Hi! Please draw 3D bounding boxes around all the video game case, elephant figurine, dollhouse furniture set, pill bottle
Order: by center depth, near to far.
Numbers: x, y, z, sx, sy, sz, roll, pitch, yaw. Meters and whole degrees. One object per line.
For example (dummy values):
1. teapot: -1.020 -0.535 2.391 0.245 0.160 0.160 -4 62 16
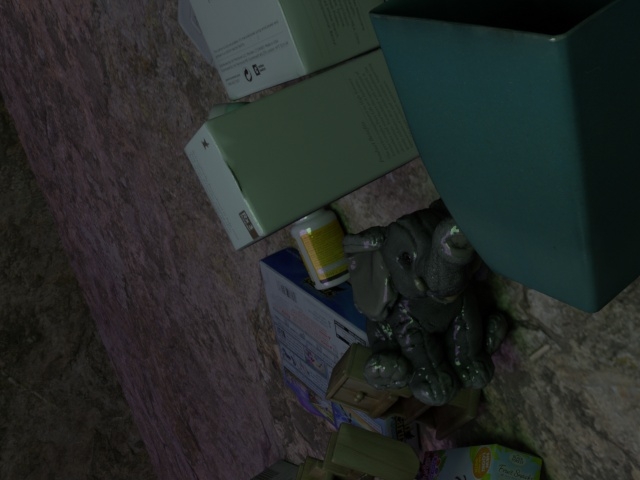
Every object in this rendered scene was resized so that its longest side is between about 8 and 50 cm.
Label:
1. elephant figurine: 0.106 0.029 0.804 0.186 0.169 0.239 11 130 31
2. dollhouse furniture set: 0.071 0.266 0.928 0.161 0.242 0.212 20 149 -5
3. pill bottle: 0.000 0.000 1.053 0.065 0.065 0.116 -9 107 62
4. video game case: 0.026 0.167 1.166 0.269 0.061 0.244 31 139 46

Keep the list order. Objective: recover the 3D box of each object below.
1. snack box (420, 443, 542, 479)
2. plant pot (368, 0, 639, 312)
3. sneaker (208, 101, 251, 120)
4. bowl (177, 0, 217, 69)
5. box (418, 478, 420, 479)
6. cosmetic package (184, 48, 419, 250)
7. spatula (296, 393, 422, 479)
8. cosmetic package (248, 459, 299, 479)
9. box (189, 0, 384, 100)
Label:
1. snack box: 0.169 0.349 0.939 0.070 0.207 0.174 19 158 -15
2. plant pot: 0.172 -0.078 0.575 0.165 0.165 0.234 27 143 50
3. sneaker: -0.036 -0.112 0.981 0.256 0.151 0.094 -16 -72 -84
4. bowl: -0.138 -0.291 1.043 0.142 0.053 0.142 54 154 18
5. box: 0.224 0.470 1.094 0.324 0.063 0.067 58 152 8
6. cosmetic package: -0.002 -0.093 0.784 0.117 0.231 0.085 63 154 0
7. spatula: 0.056 0.295 1.266 0.296 0.030 0.084 29 139 47
8. cosmetic package: -0.073 0.565 1.612 0.151 0.151 0.184 -9 107 62
9. box: -0.043 -0.256 0.830 0.181 0.119 0.182 1 116 60
